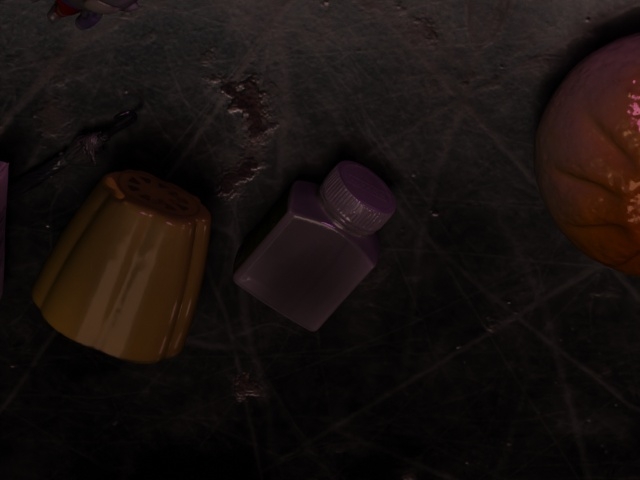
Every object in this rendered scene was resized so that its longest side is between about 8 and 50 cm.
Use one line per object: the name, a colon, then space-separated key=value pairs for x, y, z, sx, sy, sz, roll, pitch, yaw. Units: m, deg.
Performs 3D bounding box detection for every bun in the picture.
bun: x=0.387 y=-0.082 z=1.948 sx=0.299 sy=0.165 sz=0.299 roll=2 pitch=122 yaw=3

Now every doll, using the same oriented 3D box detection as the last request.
doll: x=-0.244 y=-0.287 z=1.911 sx=0.227 sy=0.075 sz=0.102 roll=-10 pitch=129 yaw=51

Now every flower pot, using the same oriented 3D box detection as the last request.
flower pot: x=-0.223 y=0.021 z=2.080 sx=0.195 sy=0.195 sz=0.179 roll=22 pitch=108 yaw=-7

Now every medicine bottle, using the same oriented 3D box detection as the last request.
medicine bottle: x=0.000 y=0.000 z=2.085 sx=0.132 sy=0.088 sz=0.188 roll=34 pitch=119 yaw=-14

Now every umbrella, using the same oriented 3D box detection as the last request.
umbrella: x=-0.314 y=-0.086 z=2.106 sx=0.269 sy=0.044 sz=0.044 roll=-29 pitch=151 yaw=29

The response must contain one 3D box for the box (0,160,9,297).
box: x=-0.555 y=-0.031 z=2.133 sx=0.343 sy=0.065 sz=0.200 roll=11 pitch=123 yaw=3
